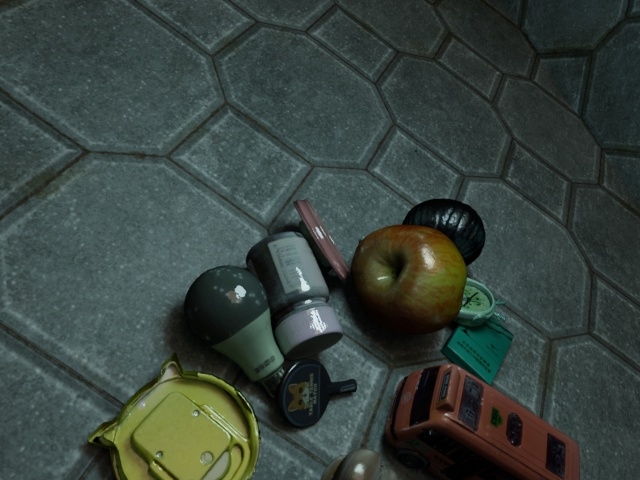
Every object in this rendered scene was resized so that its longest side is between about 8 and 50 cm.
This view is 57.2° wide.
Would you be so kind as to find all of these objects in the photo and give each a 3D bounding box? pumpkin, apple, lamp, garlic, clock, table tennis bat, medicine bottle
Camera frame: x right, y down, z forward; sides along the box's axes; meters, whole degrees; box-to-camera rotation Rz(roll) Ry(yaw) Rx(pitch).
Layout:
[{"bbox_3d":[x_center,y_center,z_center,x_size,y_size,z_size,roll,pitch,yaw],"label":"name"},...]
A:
[{"bbox_3d":[0.351,0.008,1.709,0.248,0.248,0.248,17,49,-21],"label":"pumpkin"},{"bbox_3d":[0.242,0.104,1.541,0.301,0.301,0.302,17,49,-21],"label":"apple"},{"bbox_3d":[-0.155,0.189,1.288,0.314,0.182,0.182,42,45,-4],"label":"lamp"},{"bbox_3d":[0.097,0.535,1.194,0.214,0.160,0.191,46,50,10],"label":"garlic"},{"bbox_3d":[-0.261,0.391,1.136,0.293,0.071,0.277,42,55,14],"label":"clock"},{"bbox_3d":[0.431,0.182,1.696,0.210,0.066,0.159,17,40,8],"label":"clock"},{"bbox_3d":[-0.001,0.001,1.523,0.244,0.056,0.244,59,3,-6],"label":"clock"},{"bbox_3d":[-0.005,0.342,1.337,0.236,0.027,0.150,5,84,-43],"label":"table tennis bat"},{"bbox_3d":[-0.064,0.130,1.400,0.165,0.165,0.273,-5,61,-35],"label":"medicine bottle"}]

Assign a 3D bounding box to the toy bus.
[{"bbox_3d":[0.378,0.470,1.372,0.426,0.233,0.203,33,46,-8],"label":"toy bus"}]

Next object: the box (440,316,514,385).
[{"bbox_3d":[0.456,0.295,1.690,0.161,0.042,0.226,43,45,4],"label":"box"}]

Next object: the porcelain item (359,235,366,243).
[{"bbox_3d":[0.144,0.021,1.711,0.036,0.028,0.083,-23,70,-39],"label":"porcelain item"}]
